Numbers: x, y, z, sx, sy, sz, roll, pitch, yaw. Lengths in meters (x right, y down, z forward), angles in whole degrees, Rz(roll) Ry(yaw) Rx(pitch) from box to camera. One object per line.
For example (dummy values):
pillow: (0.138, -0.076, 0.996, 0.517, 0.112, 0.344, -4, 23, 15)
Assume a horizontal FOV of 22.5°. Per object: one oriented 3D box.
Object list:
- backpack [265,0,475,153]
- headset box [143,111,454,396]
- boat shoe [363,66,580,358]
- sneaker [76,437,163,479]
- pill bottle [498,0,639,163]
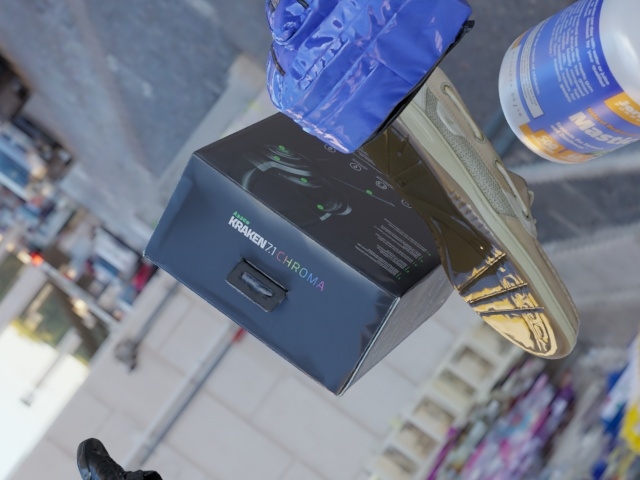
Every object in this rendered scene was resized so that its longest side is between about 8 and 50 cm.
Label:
backpack: (0.015, -0.122, 0.952, 0.101, 0.120, 0.098, 30, -161, -17)
headset box: (0.000, 0.000, 1.603, 0.246, 0.131, 0.283, 35, -152, 11)
boat shoe: (0.154, -0.028, 1.477, 0.302, 0.098, 0.109, 53, 150, -8)
sneaker: (-0.201, 0.263, 1.695, 0.051, 0.089, 0.170, 43, -160, -45)
pill bottle: (0.306, -0.178, 1.562, 0.152, 0.152, 0.272, 38, 154, -15)
